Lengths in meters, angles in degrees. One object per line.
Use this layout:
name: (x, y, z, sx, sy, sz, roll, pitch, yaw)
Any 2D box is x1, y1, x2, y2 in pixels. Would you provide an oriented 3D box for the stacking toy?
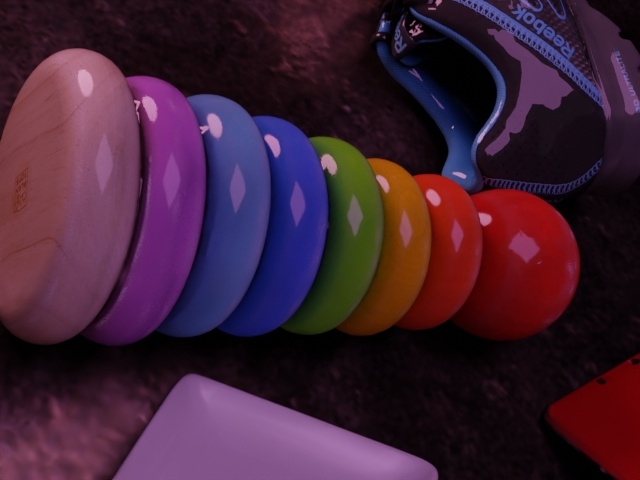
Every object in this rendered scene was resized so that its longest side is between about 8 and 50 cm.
stacking toy: (0.000, 0.000, 0.637, 0.330, 0.141, 0.141, 10, 58, -31)

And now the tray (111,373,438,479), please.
tray: (-0.034, 0.153, 0.503, 0.145, 0.030, 0.270, 19, 24, 4)

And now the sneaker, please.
sneaker: (0.095, -0.179, 0.780, 0.140, 0.125, 0.340, -12, 67, -27)

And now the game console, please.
game console: (0.221, 0.142, 0.729, 0.144, 0.085, 0.124, -22, 105, -35)
